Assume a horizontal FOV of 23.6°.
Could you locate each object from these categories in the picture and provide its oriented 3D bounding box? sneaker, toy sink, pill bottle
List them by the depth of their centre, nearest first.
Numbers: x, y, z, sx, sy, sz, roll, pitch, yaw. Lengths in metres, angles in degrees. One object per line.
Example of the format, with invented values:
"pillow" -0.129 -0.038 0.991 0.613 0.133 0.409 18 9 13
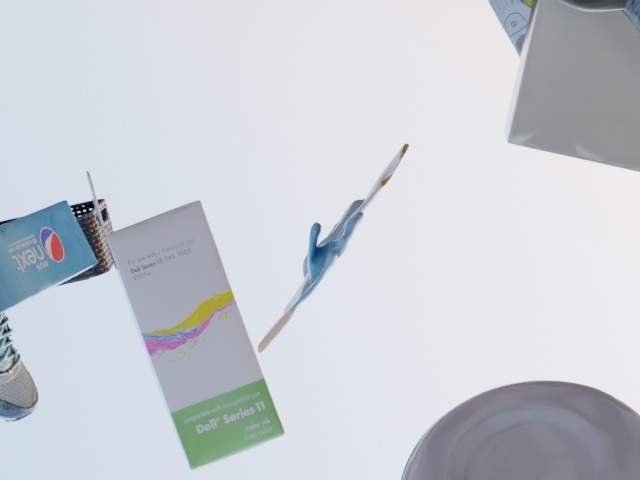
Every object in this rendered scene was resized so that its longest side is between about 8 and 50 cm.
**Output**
"pill bottle" 0.171 0.263 1.082 0.181 0.323 0.182 -10 -140 9
"toy sink" 0.292 -0.140 1.350 0.234 0.153 0.131 12 -170 4
"sneaker" -0.482 0.131 2.126 0.283 0.122 0.110 53 -140 -12

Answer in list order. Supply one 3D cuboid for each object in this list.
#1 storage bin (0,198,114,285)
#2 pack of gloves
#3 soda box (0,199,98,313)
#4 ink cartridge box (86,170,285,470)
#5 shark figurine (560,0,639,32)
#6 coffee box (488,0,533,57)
"storage bin" -0.365 0.012 2.013 0.180 0.084 0.122 -12 -169 5
"pack of gloves" 0.000 0.000 1.774 0.046 0.232 0.195 34 -133 -4
"soda box" -0.286 0.025 1.385 0.071 0.067 0.210 64 -159 -3
"ink cartridge box" -0.160 0.078 1.786 0.119 0.354 0.207 -20 178 -8
"shark figurine" 0.197 -0.240 1.107 0.278 0.116 0.166 33 -147 -9
"coffee box" 0.328 -0.434 1.533 0.338 0.334 0.338 -25 -95 -41
